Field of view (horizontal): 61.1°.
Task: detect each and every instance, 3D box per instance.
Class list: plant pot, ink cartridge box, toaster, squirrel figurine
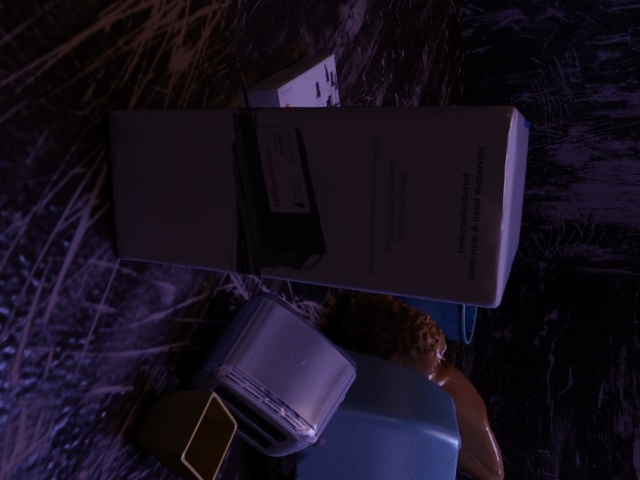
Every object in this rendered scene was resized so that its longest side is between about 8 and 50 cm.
[{"bbox_3d":[0.267,0.119,1.414,0.271,0.255,0.272,3,90,-67],"label":"plant pot"},{"bbox_3d":[0.015,-0.062,0.610,0.285,0.395,0.166,-23,116,-65],"label":"ink cartridge box"},{"bbox_3d":[-0.069,0.178,0.727,0.227,0.129,0.146,42,44,-9],"label":"toaster"},{"bbox_3d":[0.100,0.346,0.923,0.247,0.252,0.248,-52,146,-77],"label":"plant pot"},{"bbox_3d":[0.205,0.286,1.202,0.370,0.281,0.397,-50,125,-74],"label":"squirrel figurine"},{"bbox_3d":[-0.160,0.224,0.628,0.081,0.083,0.081,71,32,-41],"label":"plant pot"}]

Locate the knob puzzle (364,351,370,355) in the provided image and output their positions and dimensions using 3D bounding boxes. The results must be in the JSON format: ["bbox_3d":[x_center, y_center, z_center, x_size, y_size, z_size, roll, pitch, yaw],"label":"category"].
[{"bbox_3d":[0.142,0.357,1.414,0.213,0.030,0.213,-2,90,-72],"label":"knob puzzle"}]

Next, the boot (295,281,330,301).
[{"bbox_3d":[0.000,0.000,1.003,0.137,0.077,0.198,-54,144,-63],"label":"boot"}]

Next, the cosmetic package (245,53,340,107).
[{"bbox_3d":[-0.036,-0.233,0.891,0.239,0.060,0.099,-54,140,-52],"label":"cosmetic package"}]

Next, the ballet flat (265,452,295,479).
[{"bbox_3d":[-0.051,0.309,0.906,0.067,0.073,0.206,-175,-93,-71],"label":"ballet flat"}]
